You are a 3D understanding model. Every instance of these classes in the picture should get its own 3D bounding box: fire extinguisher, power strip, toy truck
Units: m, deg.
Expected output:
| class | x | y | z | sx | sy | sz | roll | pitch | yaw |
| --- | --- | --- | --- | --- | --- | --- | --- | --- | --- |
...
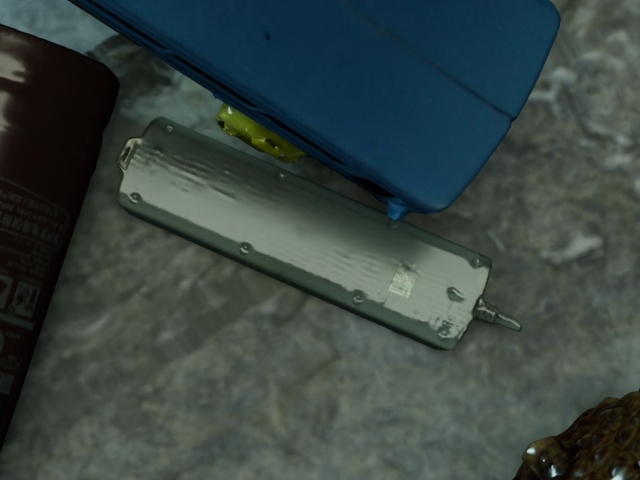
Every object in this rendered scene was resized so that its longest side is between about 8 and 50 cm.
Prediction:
| class | x | y | z | sx | sy | sz | roll | pitch | yaw |
| --- | --- | --- | --- | --- | --- | --- | --- | --- | --- |
| fire extinguisher | -0.219 | 0.050 | 0.746 | 0.135 | 0.114 | 0.337 | 20 | 79 | -25 |
| power strip | 0.000 | 0.000 | 0.807 | 0.253 | 0.027 | 0.060 | 24 | 80 | 3 |
| toy truck | -0.059 | -0.153 | 0.710 | 0.385 | 0.162 | 0.161 | 32 | 90 | -22 |

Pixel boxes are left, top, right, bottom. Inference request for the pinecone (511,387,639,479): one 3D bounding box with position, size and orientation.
| class | x | y | z | sx | sy | sz | roll | pitch | yaw |
| --- | --- | --- | --- | --- | --- | --- | --- | --- | --- |
| pinecone | 0.174 | 0.173 | 0.704 | 0.208 | 0.208 | 0.207 | 0 | 80 | -1 |
